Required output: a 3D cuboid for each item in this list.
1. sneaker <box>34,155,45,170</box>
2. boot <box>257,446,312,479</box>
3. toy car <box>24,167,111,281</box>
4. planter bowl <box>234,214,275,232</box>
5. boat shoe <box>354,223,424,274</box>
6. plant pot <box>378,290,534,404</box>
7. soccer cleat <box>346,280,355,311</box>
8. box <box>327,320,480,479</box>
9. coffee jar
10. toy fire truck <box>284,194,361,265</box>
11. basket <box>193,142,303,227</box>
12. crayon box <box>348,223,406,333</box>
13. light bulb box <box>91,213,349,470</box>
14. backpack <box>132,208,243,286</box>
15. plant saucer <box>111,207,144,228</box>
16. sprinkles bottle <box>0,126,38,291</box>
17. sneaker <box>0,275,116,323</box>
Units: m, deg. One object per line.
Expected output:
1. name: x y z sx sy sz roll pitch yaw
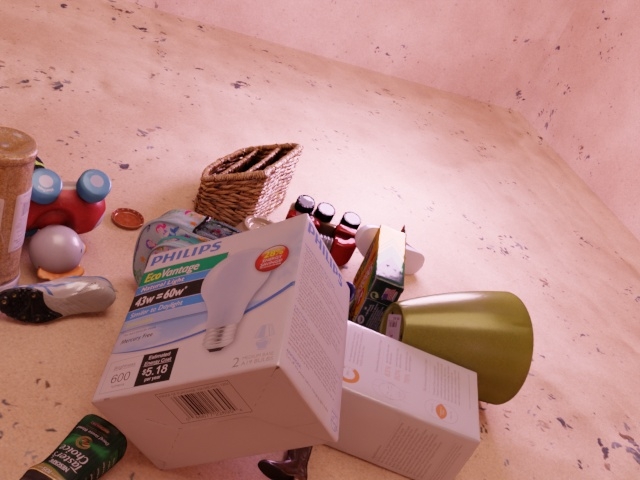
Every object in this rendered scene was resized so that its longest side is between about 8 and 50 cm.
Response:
1. sneaker: -0.728 -0.173 1.755 0.084 0.097 0.235 9 34 -24
2. boot: -0.066 0.413 1.361 0.106 0.037 0.114 31 32 -13
3. toy car: -0.571 -0.007 1.565 0.210 0.219 0.238 -4 69 -38
4. planter bowl: -0.170 0.003 1.851 0.162 0.109 0.162 17 31 -10
5. boat shoe: 0.185 0.011 2.025 0.301 0.108 0.102 22 18 -45
6. plant pot: 0.297 0.233 1.656 0.293 0.275 0.275 11 33 -18
7. soccer cleat: -0.026 0.162 1.690 0.289 0.121 0.093 -14 48 -45
8. box: 0.143 0.340 1.486 0.345 0.168 0.215 23 31 -3
9. coffee jar: -0.408 0.375 1.151 0.096 0.079 0.184 29 32 8
10. toy fire truck: 0.000 0.000 1.951 0.216 0.159 0.246 20 43 -6
11. basket: -0.214 -0.192 2.009 0.213 0.223 0.299 29 32 9
12. crayon box: 0.148 0.099 1.829 0.081 0.202 0.319 21 30 -4
13. light bulb box: -0.155 0.180 1.269 0.357 0.225 0.361 -15 38 19
14. backpack: -0.297 0.056 1.576 0.253 0.225 0.191 26 26 12
15. plant saucer: -0.498 -0.055 1.811 0.083 0.013 0.083 16 32 -10
16. sprinkles bottle: -0.635 -0.044 1.369 0.121 0.356 0.121 17 31 -11
17. sneaker: -0.550 0.116 1.459 0.237 0.085 0.086 -2 22 -35
